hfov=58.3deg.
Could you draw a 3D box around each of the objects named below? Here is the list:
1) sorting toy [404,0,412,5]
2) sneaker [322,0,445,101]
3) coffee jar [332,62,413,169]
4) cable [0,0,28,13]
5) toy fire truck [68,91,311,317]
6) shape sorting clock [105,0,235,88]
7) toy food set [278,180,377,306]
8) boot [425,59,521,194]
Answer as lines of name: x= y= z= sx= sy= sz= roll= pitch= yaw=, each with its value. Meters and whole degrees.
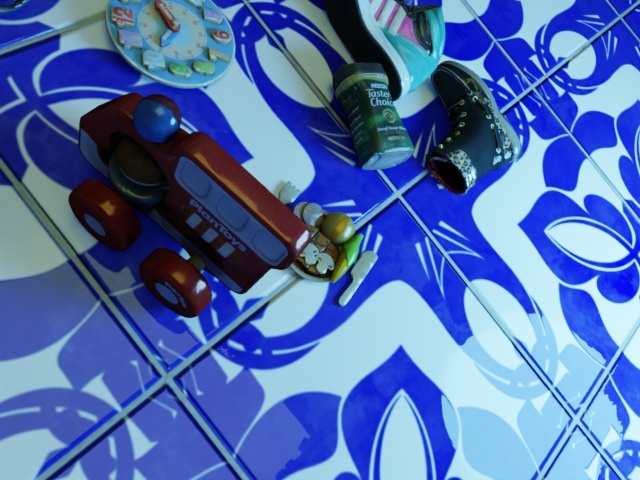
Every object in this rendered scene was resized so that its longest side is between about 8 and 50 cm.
sorting toy: x=0.085 y=-0.585 z=1.048 sx=0.365 sy=0.126 sz=0.127 roll=42 pitch=60 yaw=-30
sneaker: x=0.132 y=-0.419 z=1.067 sx=0.178 sy=0.123 sz=0.296 roll=-29 pitch=91 yaw=-27
coffee jar: x=0.088 y=-0.219 z=0.994 sx=0.096 sy=0.079 sz=0.185 roll=-10 pitch=74 yaw=-29
cable: x=-0.505 y=-0.310 z=0.776 sx=0.139 sy=0.072 sz=0.288 roll=35 pitch=70 yaw=-29
toy fire truck: x=-0.166 y=-0.059 z=0.703 sx=0.302 sy=0.254 sz=0.169 roll=44 pitch=58 yaw=-4
shape sorting clock: x=-0.232 y=-0.333 z=0.908 sx=0.206 sy=0.040 sz=0.207 roll=9 pitch=67 yaw=-22
toy food set: x=0.000 y=0.000 z=0.886 sx=0.192 sy=0.038 sz=0.132 roll=39 pitch=59 yaw=-7
boot: x=0.252 y=-0.212 z=1.068 sx=0.178 sy=0.085 sz=0.236 roll=-36 pitch=88 yaw=-30
